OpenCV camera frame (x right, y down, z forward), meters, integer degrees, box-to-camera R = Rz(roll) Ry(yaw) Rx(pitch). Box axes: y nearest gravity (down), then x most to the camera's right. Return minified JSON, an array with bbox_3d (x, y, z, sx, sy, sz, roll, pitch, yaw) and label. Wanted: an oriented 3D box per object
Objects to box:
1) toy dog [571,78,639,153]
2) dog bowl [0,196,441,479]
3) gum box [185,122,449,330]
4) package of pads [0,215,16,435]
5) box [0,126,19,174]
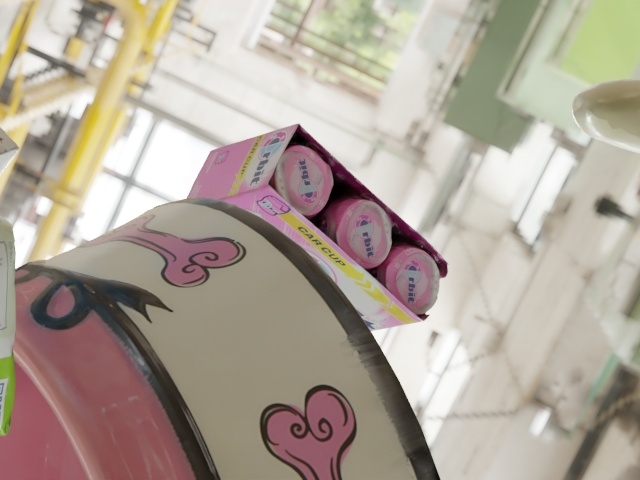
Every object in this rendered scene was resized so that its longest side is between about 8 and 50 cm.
[{"bbox_3d":[0.319,-0.046,0.744,0.395,0.284,0.408,25,-168,13],"label":"toy dog"},{"bbox_3d":[-0.103,0.187,0.804,0.150,0.408,0.408,-10,-150,-35],"label":"dog bowl"},{"bbox_3d":[0.000,0.000,1.148,0.107,0.062,0.188,-12,135,47],"label":"gum box"},{"bbox_3d":[-0.287,0.000,0.557,0.229,0.101,0.296,-11,-153,-44],"label":"package of pads"},{"bbox_3d":[-0.340,-0.033,1.164,0.091,0.170,0.130,45,-152,7],"label":"box"}]
